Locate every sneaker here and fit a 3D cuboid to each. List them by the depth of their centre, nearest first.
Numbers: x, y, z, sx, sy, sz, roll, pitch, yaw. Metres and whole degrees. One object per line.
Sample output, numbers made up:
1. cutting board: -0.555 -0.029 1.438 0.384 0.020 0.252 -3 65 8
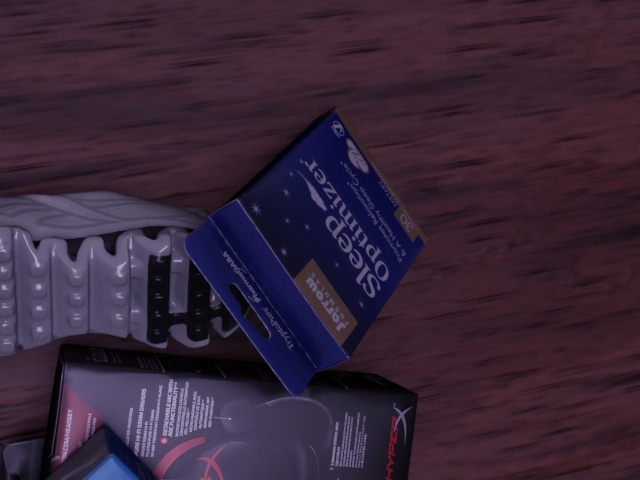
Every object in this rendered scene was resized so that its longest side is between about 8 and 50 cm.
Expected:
1. sneaker: -0.198 0.013 0.720 0.292 0.118 0.110 5 118 -18

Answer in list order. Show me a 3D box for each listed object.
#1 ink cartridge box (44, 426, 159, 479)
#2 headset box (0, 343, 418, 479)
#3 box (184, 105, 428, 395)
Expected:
1. ink cartridge box: -0.110 0.254 0.651 0.134 0.078 0.231 -43 102 -10
2. headset box: -0.092 0.199 0.753 0.293 0.110 0.218 7 90 -16
3. box: 0.000 0.000 0.742 0.136 0.036 0.225 55 36 -10
